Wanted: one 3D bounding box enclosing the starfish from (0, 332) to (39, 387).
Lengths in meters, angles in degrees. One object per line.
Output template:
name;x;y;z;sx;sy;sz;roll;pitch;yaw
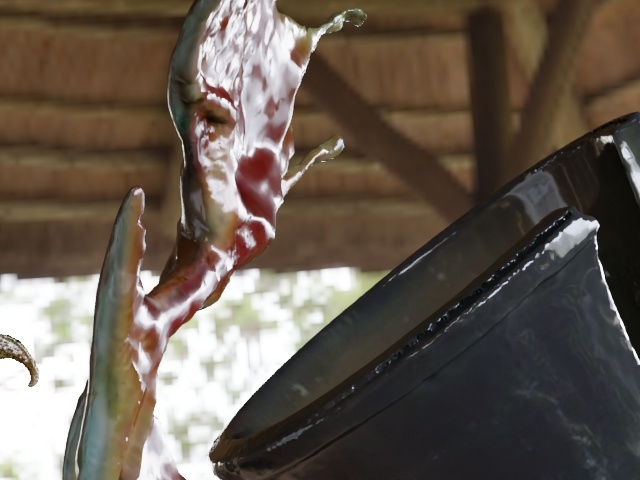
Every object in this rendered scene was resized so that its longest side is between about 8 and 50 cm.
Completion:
starfish;-0.190;0.074;1.035;0.078;0.028;0.091;-34;-46;-4

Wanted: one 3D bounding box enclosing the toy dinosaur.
toy dinosaur;0.004;-0.009;0.619;0.113;0.327;0.206;21;8;8

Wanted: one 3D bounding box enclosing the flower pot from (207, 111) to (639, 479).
flower pot;0.133;0.125;1.332;0.379;0.251;0.379;-38;6;5
